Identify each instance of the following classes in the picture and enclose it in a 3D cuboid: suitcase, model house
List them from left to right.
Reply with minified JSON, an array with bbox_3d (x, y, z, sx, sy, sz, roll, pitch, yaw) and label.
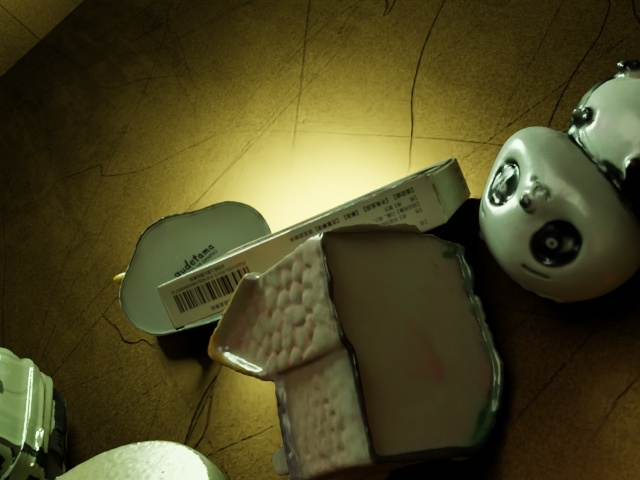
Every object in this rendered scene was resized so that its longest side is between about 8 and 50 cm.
[{"bbox_3d":[-0.507,0.319,1.157,0.352,0.194,0.339,-36,31,5],"label":"suitcase"},{"bbox_3d":[0.032,0.135,0.881,0.237,0.202,0.236,-32,67,46],"label":"model house"}]

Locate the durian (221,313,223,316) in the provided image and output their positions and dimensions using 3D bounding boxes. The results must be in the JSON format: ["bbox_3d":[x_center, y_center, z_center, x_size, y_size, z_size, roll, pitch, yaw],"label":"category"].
[{"bbox_3d":[-0.008,0.082,1.051,0.224,0.078,0.140,-22,6,-9],"label":"durian"}]

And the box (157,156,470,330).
[{"bbox_3d":[0.000,0.000,1.024,0.353,0.069,0.214,-21,4,20],"label":"box"}]

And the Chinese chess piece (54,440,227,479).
[{"bbox_3d":[-0.213,0.334,0.888,0.273,0.102,0.273,-16,25,8],"label":"Chinese chess piece"}]

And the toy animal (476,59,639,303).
[{"bbox_3d":[0.274,-0.045,0.844,0.235,0.165,0.187,-33,54,6],"label":"toy animal"}]

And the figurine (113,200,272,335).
[{"bbox_3d":[-0.192,0.055,1.236,0.250,0.166,0.141,-30,-8,-26],"label":"figurine"}]
